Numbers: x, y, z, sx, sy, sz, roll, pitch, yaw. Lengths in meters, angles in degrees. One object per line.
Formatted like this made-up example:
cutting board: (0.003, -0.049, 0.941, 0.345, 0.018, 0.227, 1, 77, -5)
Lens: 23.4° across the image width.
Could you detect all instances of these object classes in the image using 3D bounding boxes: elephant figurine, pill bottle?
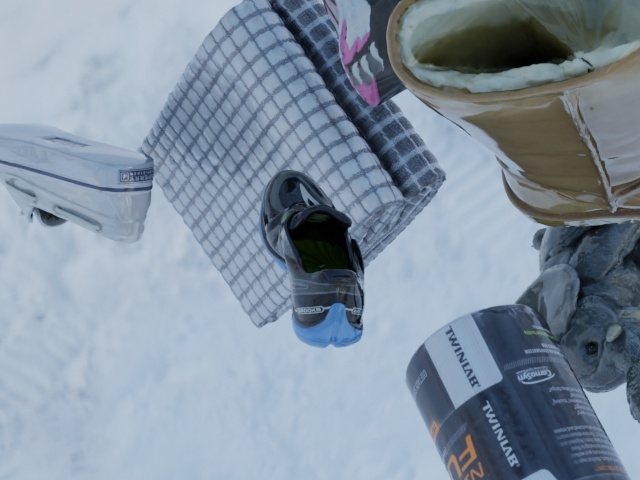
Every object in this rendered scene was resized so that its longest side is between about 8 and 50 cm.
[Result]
elephant figurine: (0.261, 0.074, 1.473, 0.169, 0.186, 0.239, 15, 66, 12)
pill bottle: (0.170, 0.181, 1.231, 0.130, 0.130, 0.246, -16, 55, -13)

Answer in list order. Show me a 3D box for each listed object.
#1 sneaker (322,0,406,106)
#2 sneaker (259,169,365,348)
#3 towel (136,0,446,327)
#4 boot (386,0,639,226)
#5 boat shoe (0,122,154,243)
sneaker: (0.032, -0.196, 1.221, 0.072, 0.178, 0.077, -19, 29, -3)
sneaker: (0.000, 0.000, 1.104, 0.067, 0.078, 0.188, 2, 31, -13)
towel: (-0.027, -0.071, 1.422, 0.121, 0.284, 0.235, -29, 78, -33)
boot: (0.179, -0.071, 0.796, 0.236, 0.269, 0.089, -12, 74, 14)
boat shoe: (-0.257, -0.057, 1.481, 0.267, 0.088, 0.096, 15, 17, 37)
